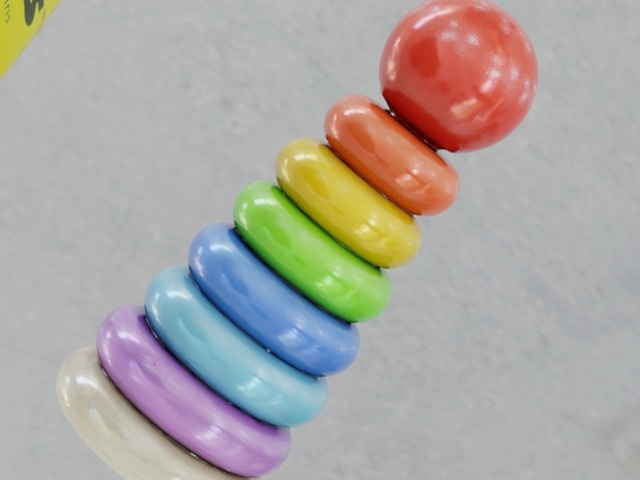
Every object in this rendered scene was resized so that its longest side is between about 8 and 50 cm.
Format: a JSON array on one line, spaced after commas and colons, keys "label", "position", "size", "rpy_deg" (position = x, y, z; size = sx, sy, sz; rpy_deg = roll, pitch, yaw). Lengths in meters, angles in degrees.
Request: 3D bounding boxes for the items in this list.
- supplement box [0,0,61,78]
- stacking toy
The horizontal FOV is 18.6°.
[{"label": "supplement box", "position": [-0.216, -0.186, 0.852], "size": [0.195, 0.194, 0.356], "rpy_deg": [8, 37, 13]}, {"label": "stacking toy", "position": [0.000, 0.000, 1.105], "size": [0.330, 0.141, 0.141], "rpy_deg": [-51, 58, 8]}]
